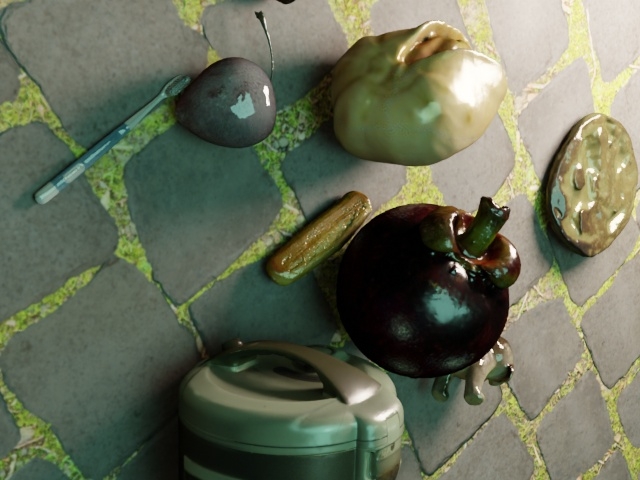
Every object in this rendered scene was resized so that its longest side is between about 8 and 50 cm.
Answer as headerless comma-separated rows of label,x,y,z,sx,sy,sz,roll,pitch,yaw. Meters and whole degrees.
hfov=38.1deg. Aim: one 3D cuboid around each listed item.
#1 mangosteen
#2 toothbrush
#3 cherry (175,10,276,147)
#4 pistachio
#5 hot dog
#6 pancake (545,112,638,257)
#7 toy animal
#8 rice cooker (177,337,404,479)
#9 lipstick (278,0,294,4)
mangosteen,0.179,0.077,1.477,0.297,0.293,0.297,13,75,-57
toothbrush,-0.276,-0.140,1.250,0.275,0.025,0.019,-45,124,-23
cherry,-0.135,-0.221,1.302,0.148,0.115,0.188,-11,99,0
pistachio,0.154,-0.224,1.451,0.321,0.229,0.238,-17,151,-40
hot dog,0.000,0.000,1.480,0.066,0.047,0.216,46,65,4
pancake,0.559,-0.108,1.898,0.295,0.049,0.294,-6,99,-38
toy animal,0.253,0.208,1.683,0.233,0.121,0.168,42,56,-26
rice cooker,-0.048,0.308,1.326,0.335,0.335,0.325,-6,104,-37
lipstick,-0.172,-0.409,1.257,0.357,0.057,0.057,16,89,-38
